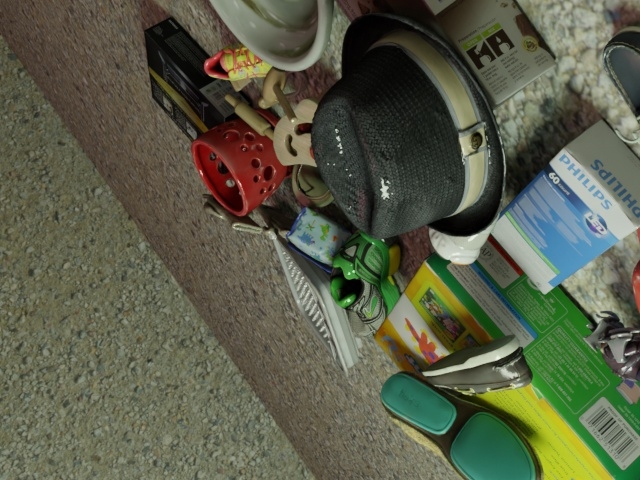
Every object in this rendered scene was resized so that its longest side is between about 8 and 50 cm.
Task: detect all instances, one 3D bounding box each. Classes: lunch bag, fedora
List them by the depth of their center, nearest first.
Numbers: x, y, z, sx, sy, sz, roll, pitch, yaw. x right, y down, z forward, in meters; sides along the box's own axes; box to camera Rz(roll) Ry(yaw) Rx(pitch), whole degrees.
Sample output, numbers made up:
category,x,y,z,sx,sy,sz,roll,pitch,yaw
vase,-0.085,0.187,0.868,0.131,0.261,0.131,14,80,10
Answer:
category,x,y,z,sx,sy,sz,roll,pitch,yaw
fedora,0.086,-0.119,1.114,0.334,0.152,0.334,43,153,28
lunch bag,0.000,0.000,1.837,0.129,0.096,0.151,32,178,5

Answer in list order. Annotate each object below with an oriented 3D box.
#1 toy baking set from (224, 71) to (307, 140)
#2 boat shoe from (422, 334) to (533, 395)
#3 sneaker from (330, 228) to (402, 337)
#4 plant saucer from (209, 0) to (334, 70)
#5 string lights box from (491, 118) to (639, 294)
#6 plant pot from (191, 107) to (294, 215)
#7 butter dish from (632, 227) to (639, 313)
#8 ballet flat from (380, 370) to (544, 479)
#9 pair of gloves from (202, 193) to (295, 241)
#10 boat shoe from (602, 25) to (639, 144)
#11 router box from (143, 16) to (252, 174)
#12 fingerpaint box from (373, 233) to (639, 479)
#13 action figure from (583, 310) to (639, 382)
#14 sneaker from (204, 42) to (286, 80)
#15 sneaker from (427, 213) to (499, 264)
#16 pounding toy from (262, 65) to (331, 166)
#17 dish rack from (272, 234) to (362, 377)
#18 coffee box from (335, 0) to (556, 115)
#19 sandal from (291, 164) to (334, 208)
category,x,y,z,sx,sy,sz,roll,pitch,yaw
toy baking set,-0.104,-0.290,1.682,0.256,0.030,0.197,45,139,17
boat shoe,0.227,0.197,1.264,0.069,0.081,0.228,60,154,2
sneaker,0.076,0.098,1.773,0.134,0.146,0.343,41,156,31
plant saucer,-0.088,-0.472,1.368,0.400,0.100,0.400,44,156,26
string lights box,0.335,-0.035,1.149,0.133,0.076,0.260,51,158,10
plant pot,-0.152,-0.172,1.820,0.191,0.174,0.191,44,155,27
butter dish,0.440,0.077,1.039,0.160,0.118,0.160,16,135,57
ballet flat,0.239,0.323,1.391,0.348,0.123,0.123,29,146,47
pair of gloves,-0.147,-0.043,1.946,0.204,0.240,0.042,36,109,48
boat shoe,0.388,-0.120,0.919,0.254,0.079,0.095,53,158,7
router box,-0.285,-0.329,1.995,0.309,0.081,0.243,48,156,18
fingerpaint box,0.323,0.231,1.435,0.445,0.163,0.371,50,156,15
action figure,0.450,0.190,1.115,0.185,0.099,0.285,19,-152,-37
sneaker,-0.140,-0.339,1.612,0.208,0.094,0.081,-9,95,46
sneaker,0.201,-0.098,1.286,0.121,0.099,0.262,-55,44,42
pounding toy,-0.017,-0.169,1.499,0.269,0.155,0.154,41,132,14
dish rack,-0.003,0.133,2.013,0.333,0.072,0.286,48,162,53
coffee box,0.145,-0.294,1.117,0.297,0.119,0.168,55,157,0
sandal,-0.006,-0.133,1.693,0.120,0.086,0.303,55,158,1
